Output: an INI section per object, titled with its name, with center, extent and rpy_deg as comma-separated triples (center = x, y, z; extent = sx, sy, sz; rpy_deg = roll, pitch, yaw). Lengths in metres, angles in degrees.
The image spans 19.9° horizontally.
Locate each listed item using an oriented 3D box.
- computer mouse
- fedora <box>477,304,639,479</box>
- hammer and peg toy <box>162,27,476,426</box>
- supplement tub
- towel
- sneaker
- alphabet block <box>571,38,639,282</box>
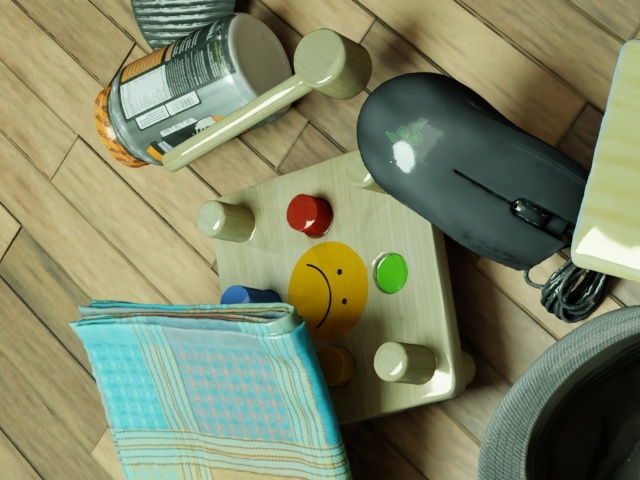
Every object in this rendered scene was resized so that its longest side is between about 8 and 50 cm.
[computer mouse]
center = 0.157, -0.055, 1.600
extent = 0.272, 0.072, 0.188
rpy_deg = 27, 105, -1
[fedora]
center = 0.279, 0.186, 1.518
extent = 0.275, 0.124, 0.243
rpy_deg = -44, 59, 2
[hammer and peg toy]
center = 0.000, 0.000, 1.750
extent = 0.266, 0.127, 0.361
rpy_deg = -19, 72, 33
[supplement tub]
center = -0.132, -0.148, 1.869
extent = 0.190, 0.117, 0.117
rpy_deg = -22, 71, 31
[towel]
center = -0.081, 0.229, 1.713
extent = 0.271, 0.040, 0.370
rpy_deg = -1, 113, 36
[sneaker]
center = -0.135, -0.354, 1.918
extent = 0.123, 0.146, 0.330
rpy_deg = 1, 107, 10
[alphabet block]
center = 0.347, -0.043, 1.471
extent = 0.197, 0.192, 0.193
rpy_deg = 16, 97, 37
